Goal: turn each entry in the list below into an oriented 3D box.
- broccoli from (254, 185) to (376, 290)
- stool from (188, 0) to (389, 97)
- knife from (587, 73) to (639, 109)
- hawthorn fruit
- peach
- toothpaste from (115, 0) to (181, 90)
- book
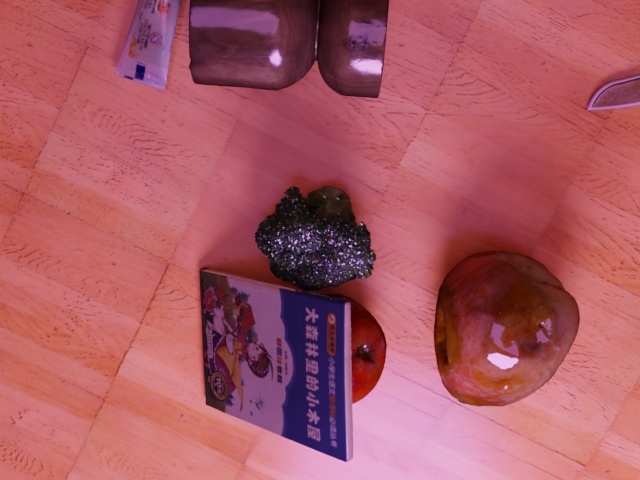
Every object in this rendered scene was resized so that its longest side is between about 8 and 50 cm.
[{"bbox_3d":[0.000,0.000,1.307,0.195,0.195,0.156,37,61,-6],"label":"broccoli"},{"bbox_3d":[-0.042,-0.297,1.241,0.264,0.179,0.179,4,101,1],"label":"stool"},{"bbox_3d":[0.521,-0.236,1.322,0.256,0.022,0.046,-14,104,4],"label":"knife"},{"bbox_3d":[0.017,0.165,1.329,0.172,0.173,0.173,0,101,1],"label":"hawthorn fruit"},{"bbox_3d":[0.262,0.140,1.305,0.214,0.214,0.236,18,107,-2],"label":"peach"},{"bbox_3d":[-0.224,-0.381,1.294,0.056,0.058,0.315,4,110,-44],"label":"toothpaste"},{"bbox_3d":[-0.073,0.171,1.298,0.018,0.322,0.229,-12,104,-42],"label":"book"}]
